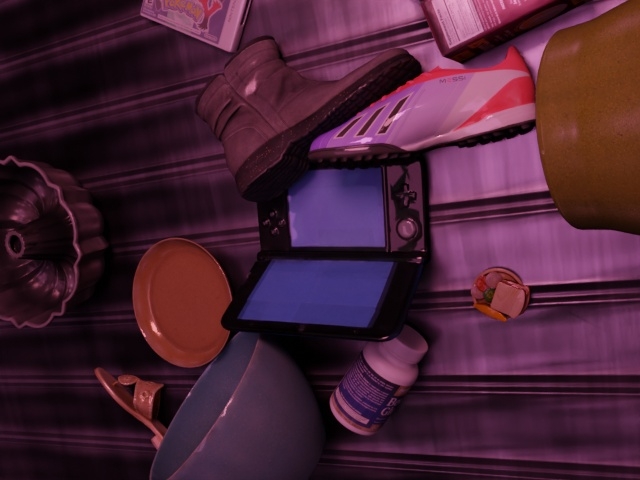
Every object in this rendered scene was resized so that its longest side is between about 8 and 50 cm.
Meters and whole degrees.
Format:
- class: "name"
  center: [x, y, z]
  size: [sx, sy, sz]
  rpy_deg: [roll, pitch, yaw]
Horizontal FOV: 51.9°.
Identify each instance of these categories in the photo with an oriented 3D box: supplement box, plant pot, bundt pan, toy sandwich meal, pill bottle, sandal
- class: "supplement box"
  center: [0.240, -0.309, 0.848]
  size: [0.188, 0.104, 0.080]
  rpy_deg: [-22, 89, 28]
- class: "plant pot"
  center: [-0.245, 0.111, 1.193]
  size: [0.236, 0.032, 0.236]
  rpy_deg: [4, 97, 31]
- class: "bundt pan"
  center: [-0.545, -0.002, 1.279]
  size: [0.331, 0.124, 0.330]
  rpy_deg: [5, 102, 26]
- class: "toy sandwich meal"
  center: [0.258, 0.081, 0.949]
  size: [0.086, 0.029, 0.085]
  rpy_deg: [5, 101, 25]
- class: "plant pot"
  center: [0.432, -0.137, 0.676]
  size: [0.353, 0.366, 0.366]
  rpy_deg: [-4, 97, 39]
- class: "pill bottle"
  center: [0.093, 0.211, 1.018]
  size: [0.094, 0.094, 0.169]
  rpy_deg: [37, 113, 16]
- class: "plant pot"
  center: [-0.108, 0.307, 1.057]
  size: [0.195, 0.290, 0.290]
  rpy_deg: [37, 116, -13]
- class: "sandal"
  center: [-0.325, 0.314, 1.268]
  size: [0.079, 0.088, 0.240]
  rpy_deg: [-41, 87, -6]

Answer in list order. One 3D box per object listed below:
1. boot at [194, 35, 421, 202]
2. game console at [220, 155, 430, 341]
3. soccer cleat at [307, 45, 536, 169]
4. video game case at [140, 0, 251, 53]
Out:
- class: "boot"
  center: [-0.037, -0.235, 0.995]
  size: [0.338, 0.118, 0.222]
  rpy_deg: [-33, 67, 12]
- class: "game console"
  center: [0.000, 0.000, 0.983]
  size: [0.293, 0.173, 0.250]
  rpy_deg: [0, 99, 26]
- class: "soccer cleat"
  center: [0.132, -0.174, 0.906]
  size: [0.318, 0.108, 0.116]
  rpy_deg: [-11, 88, 11]
- class: "video game case"
  center: [-0.198, -0.432, 1.089]
  size: [0.201, 0.023, 0.183]
  rpy_deg: [27, 109, 20]
